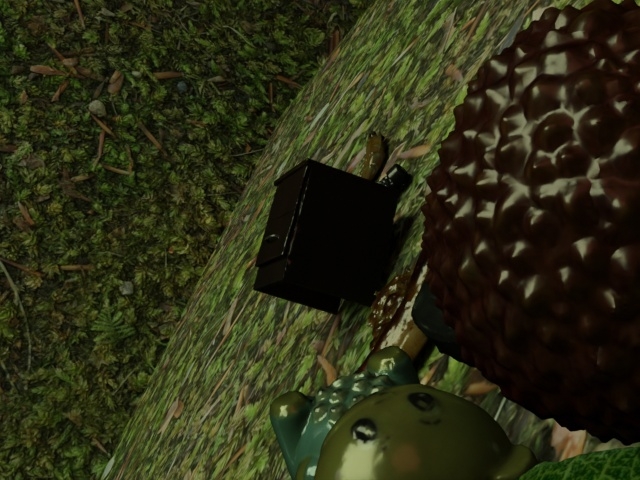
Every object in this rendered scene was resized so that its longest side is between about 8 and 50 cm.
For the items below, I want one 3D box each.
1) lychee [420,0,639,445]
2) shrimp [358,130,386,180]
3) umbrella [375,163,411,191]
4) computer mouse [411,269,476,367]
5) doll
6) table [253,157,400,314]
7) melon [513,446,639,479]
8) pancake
[{"bbox_3d":[0.198,-0.008,0.523,0.276,0.304,0.275,-19,43,19],"label":"lychee"},{"bbox_3d":[0.107,-0.171,1.702,0.180,0.041,0.099,-78,9,-53],"label":"shrimp"},{"bbox_3d":[0.077,-0.049,1.472,0.224,0.080,0.071,-49,-19,22],"label":"umbrella"},{"bbox_3d":[0.199,0.002,0.825,0.269,0.100,0.170,-62,11,1],"label":"computer mouse"},{"bbox_3d":[0.064,0.201,0.729,0.177,0.161,0.261,-21,5,-14],"label":"doll"},{"bbox_3d":[0.000,0.000,1.310,0.169,0.172,0.193,158,128,-68],"label":"table"},{"bbox_3d":[0.127,0.278,0.426,0.323,0.124,0.196,-65,7,-32],"label":"melon"},{"bbox_3d":[0.108,0.089,1.053,0.212,0.056,0.257,-47,18,39],"label":"pancake"}]
